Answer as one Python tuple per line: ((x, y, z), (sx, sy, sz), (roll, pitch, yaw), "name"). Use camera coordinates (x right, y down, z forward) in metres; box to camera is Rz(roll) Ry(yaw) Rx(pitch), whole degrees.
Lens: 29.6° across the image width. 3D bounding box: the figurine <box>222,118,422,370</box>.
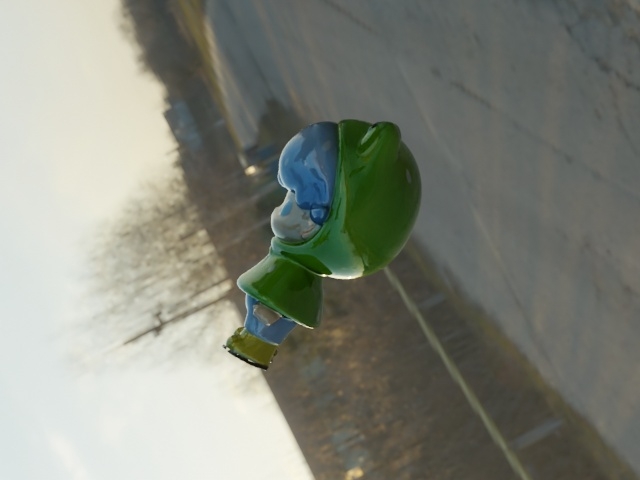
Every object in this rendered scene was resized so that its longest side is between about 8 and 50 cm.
((0.000, 0.000, 1.159), (0.143, 0.263, 0.162), (32, -174, 7), "figurine")
